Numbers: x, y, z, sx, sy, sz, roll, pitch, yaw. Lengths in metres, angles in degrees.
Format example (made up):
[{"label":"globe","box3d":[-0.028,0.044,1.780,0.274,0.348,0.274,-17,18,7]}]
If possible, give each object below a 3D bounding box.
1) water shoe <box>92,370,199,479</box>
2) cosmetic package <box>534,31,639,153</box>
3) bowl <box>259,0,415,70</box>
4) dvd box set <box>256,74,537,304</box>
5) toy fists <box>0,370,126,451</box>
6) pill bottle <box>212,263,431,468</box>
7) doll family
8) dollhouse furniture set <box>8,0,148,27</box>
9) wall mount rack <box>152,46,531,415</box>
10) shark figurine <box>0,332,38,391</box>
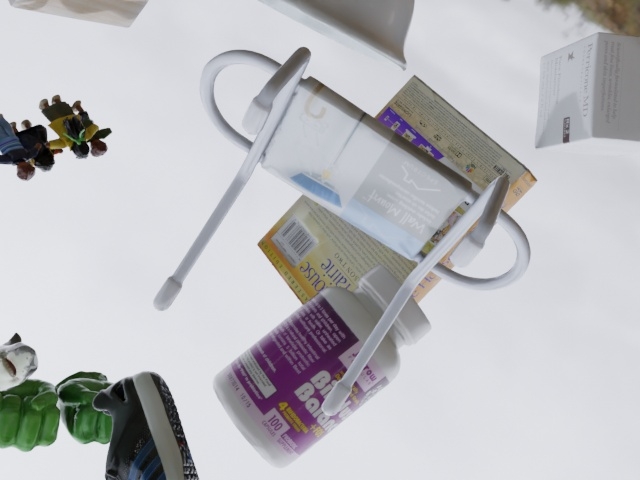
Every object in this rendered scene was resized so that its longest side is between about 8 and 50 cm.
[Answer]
[{"label":"water shoe","box3d":[-0.167,0.232,0.798,0.073,0.080,0.203,70,179,-65]},{"label":"cosmetic package","box3d":[0.429,-0.209,1.202,0.151,0.151,0.183,3,180,-10]},{"label":"bowl","box3d":[-0.010,-0.310,0.881,0.298,0.134,0.298,26,-168,-6]},{"label":"dvd box set","box3d":[0.114,-0.043,1.380,0.062,0.420,0.307,33,-168,-51]},{"label":"toy fists","box3d":[-0.426,0.270,1.308,0.279,0.096,0.142,8,-163,-43]},{"label":"pill bottle","box3d":[0.008,0.174,1.178,0.169,0.301,0.169,51,176,5]},{"label":"doll family","box3d":[-0.383,-0.140,1.141,0.193,0.076,0.111,-28,-107,-26]},{"label":"dollhouse furniture set","box3d":[-0.222,-0.380,0.705,0.286,0.303,0.198,-6,-120,-52]},{"label":"wall mount rack","box3d":[0.000,0.000,0.750,0.350,0.304,0.130,33,-133,-1]},{"label":"shark figurine","box3d":[-0.477,0.134,1.112,0.278,0.166,0.116,27,-145,17]}]
